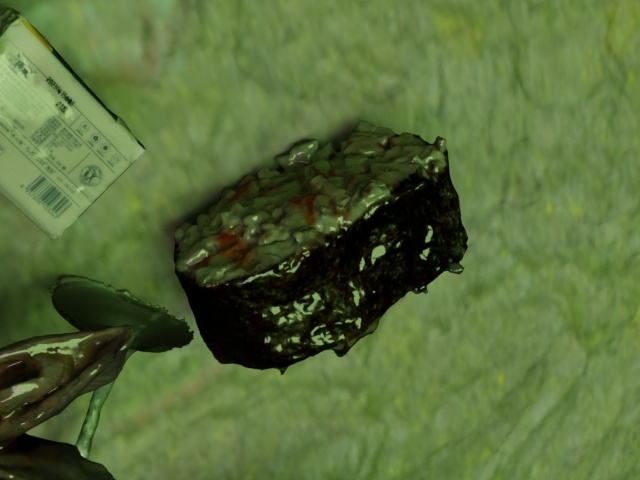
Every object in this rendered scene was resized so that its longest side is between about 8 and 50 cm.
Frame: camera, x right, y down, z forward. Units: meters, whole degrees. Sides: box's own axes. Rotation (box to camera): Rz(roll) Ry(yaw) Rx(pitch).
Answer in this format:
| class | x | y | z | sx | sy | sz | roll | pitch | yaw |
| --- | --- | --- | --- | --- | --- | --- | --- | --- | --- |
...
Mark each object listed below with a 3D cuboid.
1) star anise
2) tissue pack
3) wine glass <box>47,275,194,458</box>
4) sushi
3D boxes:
| class | x | y | z | sx | sy | sz | roll | pitch | yaw |
| --- | --- | --- | --- | --- | --- | --- | --- | --- | --- |
| star anise | -0.172 | 0.068 | 0.426 | 0.208 | 0.063 | 0.171 | -14 | 94 | 8 |
| tissue pack | -0.127 | -0.051 | 0.439 | 0.062 | 0.042 | 0.083 | -45 | 124 | -5 |
| wine glass | -0.137 | 0.152 | 0.504 | 0.074 | 0.074 | 0.262 | 12 | 104 | -33 |
| sushi | 0.000 | 0.000 | 0.506 | 0.150 | 0.090 | 0.078 | -29 | 125 | -19 |
